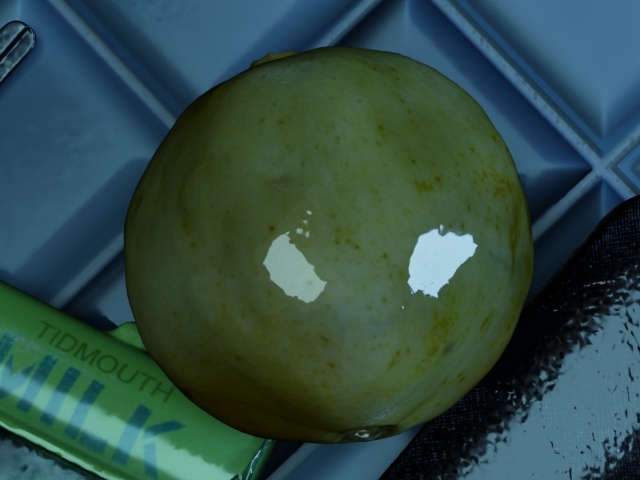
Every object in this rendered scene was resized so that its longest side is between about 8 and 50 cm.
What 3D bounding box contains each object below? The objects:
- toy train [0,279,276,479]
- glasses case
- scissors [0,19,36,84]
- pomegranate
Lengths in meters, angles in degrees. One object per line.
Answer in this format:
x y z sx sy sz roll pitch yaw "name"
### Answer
-0.140 0.116 1.141 0.253 0.105 0.157 26 76 7 "toy train"
0.130 0.113 1.110 0.122 0.082 0.321 41 91 6 "glasses case"
-0.285 -0.015 1.195 0.317 0.024 0.160 -44 82 3 "scissors"
0.003 0.006 1.062 0.233 0.233 0.233 0 87 7 "pomegranate"
